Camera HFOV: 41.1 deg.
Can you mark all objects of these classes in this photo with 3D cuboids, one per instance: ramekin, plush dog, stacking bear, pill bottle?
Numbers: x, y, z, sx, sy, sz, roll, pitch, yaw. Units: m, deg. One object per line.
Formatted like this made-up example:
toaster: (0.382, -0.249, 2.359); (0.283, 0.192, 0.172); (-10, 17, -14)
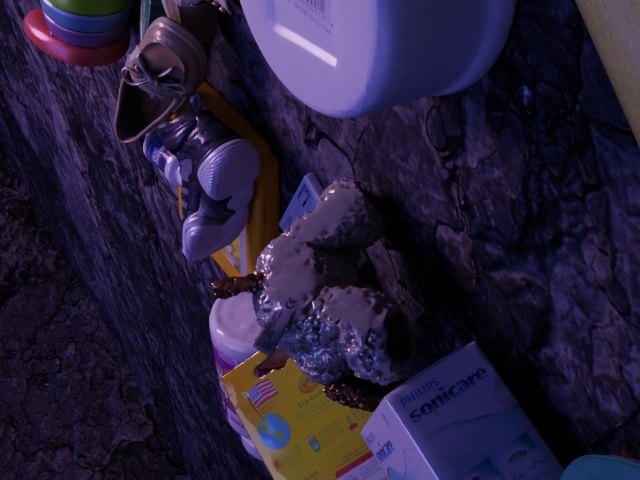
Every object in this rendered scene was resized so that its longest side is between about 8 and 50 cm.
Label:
ramekin: (0.032, -0.245, 0.767); (0.277, 0.135, 0.277); (45, 149, 36)
plush dog: (-0.002, 0.091, 1.029); (0.225, 0.210, 0.263); (70, -173, -55)
stacking bear: (-0.378, -0.443, 1.374); (0.164, 0.175, 0.289); (52, 145, 29)
pill bottle: (-0.082, 0.220, 1.384); (0.169, 0.169, 0.302); (41, 146, 41)
pill bottle: (-0.227, -0.127, 1.356); (0.120, 0.067, 0.067); (43, 147, 38)

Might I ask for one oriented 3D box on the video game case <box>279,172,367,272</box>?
video game case: (0.000, 0.000, 1.196); (0.143, 0.019, 0.157); (58, 154, 13)

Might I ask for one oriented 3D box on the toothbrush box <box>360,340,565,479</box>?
toothbrush box: (0.182, 0.288, 0.946); (0.296, 0.126, 0.216); (55, 164, 17)

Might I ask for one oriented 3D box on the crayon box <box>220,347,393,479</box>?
crayon box: (0.021, 0.276, 1.203); (0.319, 0.202, 0.081); (59, -162, 13)

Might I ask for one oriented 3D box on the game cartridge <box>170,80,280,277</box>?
game cartridge: (-0.160, -0.084, 1.392); (0.285, 0.052, 0.324); (46, 150, 35)

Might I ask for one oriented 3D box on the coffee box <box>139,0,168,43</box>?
coffee box: (-0.249, -0.341, 1.294); (0.184, 0.040, 0.113); (118, 148, -60)

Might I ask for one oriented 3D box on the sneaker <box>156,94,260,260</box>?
sneaker: (-0.175, -0.093, 1.260); (0.153, 0.101, 0.269); (55, 146, 22)

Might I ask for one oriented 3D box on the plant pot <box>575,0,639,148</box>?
plant pot: (0.251, -0.078, 0.387); (0.276, 0.276, 0.254); (115, 137, -59)

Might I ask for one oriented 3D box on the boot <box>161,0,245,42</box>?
boot: (-0.136, -0.321, 1.100); (0.165, 0.077, 0.213); (44, 148, 32)

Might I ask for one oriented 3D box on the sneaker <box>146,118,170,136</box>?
sneaker: (-0.282, -0.198, 1.467); (0.152, 0.053, 0.061); (-105, 11, -68)

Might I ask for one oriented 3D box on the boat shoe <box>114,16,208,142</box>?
boat shoe: (-0.241, -0.223, 1.250); (0.104, 0.089, 0.285); (36, 154, -5)

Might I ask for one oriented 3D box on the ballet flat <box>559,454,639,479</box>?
ballet flat: (0.332, 0.248, 0.706); (0.106, 0.107, 0.316); (48, 164, -14)
